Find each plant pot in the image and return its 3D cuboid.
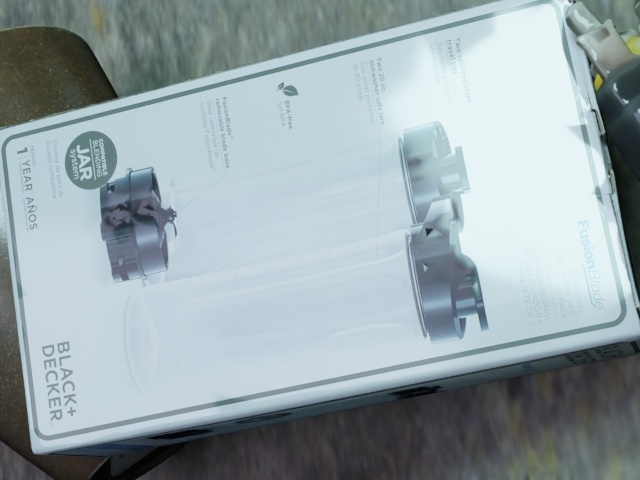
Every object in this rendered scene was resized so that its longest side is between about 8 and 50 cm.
[{"bbox_3d":[-0.162,0.030,0.840,0.215,0.215,0.230,-46,73,28],"label":"plant pot"}]

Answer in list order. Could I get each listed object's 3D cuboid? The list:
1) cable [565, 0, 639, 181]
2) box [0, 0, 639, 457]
[{"bbox_3d":[0.194,0.000,0.547,0.287,0.072,0.139,55,161,3],"label":"cable"},{"bbox_3d":[0.000,0.000,0.684,0.290,0.087,0.169,-14,76,13],"label":"box"}]
